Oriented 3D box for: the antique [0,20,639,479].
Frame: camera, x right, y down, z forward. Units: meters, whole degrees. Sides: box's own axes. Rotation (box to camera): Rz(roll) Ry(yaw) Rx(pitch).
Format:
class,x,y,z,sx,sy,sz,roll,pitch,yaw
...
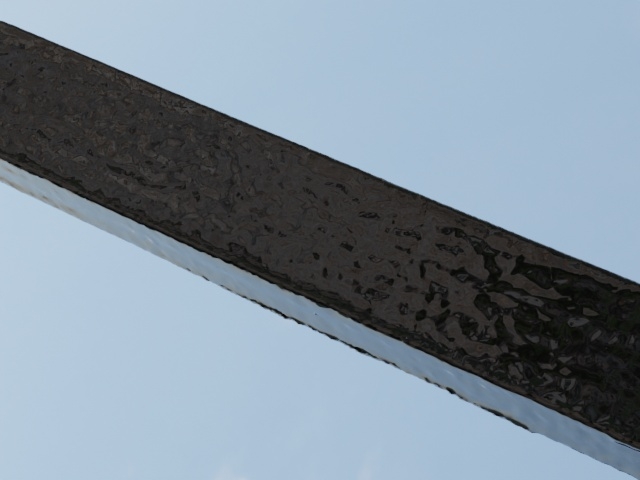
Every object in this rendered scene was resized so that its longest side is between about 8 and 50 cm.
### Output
class,x,y,z,sx,sy,sz,roll,pitch,yaw
antique,0.000,0.000,0.349,0.192,0.015,0.031,24,-112,29
